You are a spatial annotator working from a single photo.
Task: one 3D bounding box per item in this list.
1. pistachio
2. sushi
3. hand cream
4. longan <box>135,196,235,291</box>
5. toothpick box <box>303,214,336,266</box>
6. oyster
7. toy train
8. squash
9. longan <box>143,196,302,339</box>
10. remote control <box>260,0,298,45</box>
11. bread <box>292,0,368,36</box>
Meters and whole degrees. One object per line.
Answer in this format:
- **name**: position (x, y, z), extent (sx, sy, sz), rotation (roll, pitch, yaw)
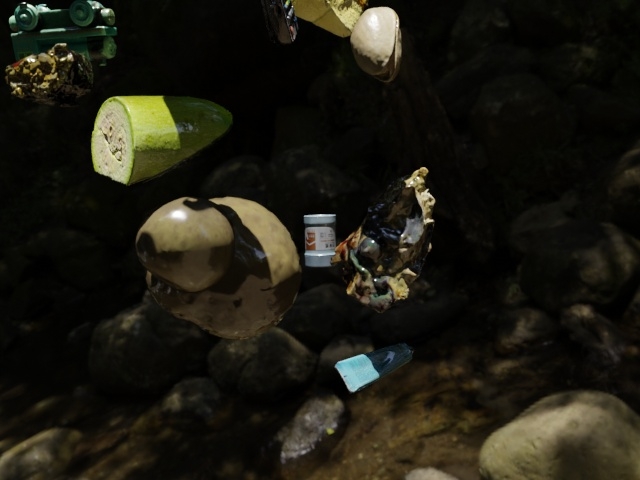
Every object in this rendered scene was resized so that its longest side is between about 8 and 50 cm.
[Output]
- **pistachio**: position (0.132, -0.445, 1.474), extent (0.124, 0.185, 0.124), rotation (-10, -24, -5)
- **sushi**: position (-0.688, -0.404, 1.644), extent (0.212, 0.147, 0.115), rotation (-6, 4, 20)
- **hand cream**: position (0.143, 0.304, 1.593), extent (0.224, 0.083, 0.048), rotation (-15, -29, -31)
- **longan**: position (-0.321, 0.008, 1.552), extent (0.246, 0.246, 0.215), rotation (-26, 20, -20)
- **toothpick box**: position (0.000, 0.000, 1.964), extent (0.101, 0.153, 0.101), rotation (-3, 5, 0)
- **oyster**: position (0.181, -0.008, 1.564), extent (0.361, 0.221, 0.096), rotation (-51, -18, 0)
- **toy train**: position (-0.725, -0.577, 1.839), extent (0.298, 0.194, 0.120), rotation (-3, 16, 6)
- **squash**: position (-0.369, -0.253, 1.604), extent (0.309, 0.210, 0.233), rotation (-5, 16, -43)
- **longan**: position (-0.270, 0.071, 1.881), extent (0.404, 0.436, 0.404), rotation (-60, 8, 14)
- **remote control**: position (-0.126, -0.617, 1.371), extent (0.062, 0.399, 0.144), rotation (-8, 31, 12)
- **bread**: position (0.066, -0.822, 2.072), extent (0.198, 0.236, 0.263), rotation (-33, 33, 65)
